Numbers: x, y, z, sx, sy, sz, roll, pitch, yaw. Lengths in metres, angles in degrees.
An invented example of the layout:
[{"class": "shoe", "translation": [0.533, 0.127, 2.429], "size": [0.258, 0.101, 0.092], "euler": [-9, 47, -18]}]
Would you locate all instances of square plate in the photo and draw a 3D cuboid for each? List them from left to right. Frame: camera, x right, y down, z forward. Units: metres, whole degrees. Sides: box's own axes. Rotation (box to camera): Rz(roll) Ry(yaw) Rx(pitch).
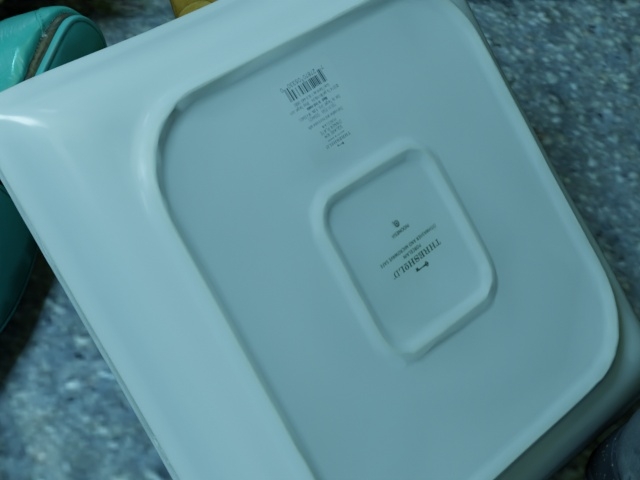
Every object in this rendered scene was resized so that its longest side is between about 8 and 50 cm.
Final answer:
[{"class": "square plate", "translation": [0.033, 0.011, 0.808], "size": [0.347, 0.049, 0.344], "euler": [-33, 98, -39]}]

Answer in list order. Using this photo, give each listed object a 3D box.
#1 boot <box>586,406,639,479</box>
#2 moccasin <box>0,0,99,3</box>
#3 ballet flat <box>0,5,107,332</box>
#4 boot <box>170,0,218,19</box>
[{"class": "boot", "translation": [0.331, 0.067, 0.855], "size": [0.338, 0.223, 0.118], "euler": [-19, 60, -30]}, {"class": "moccasin", "translation": [-0.215, -0.215, 0.960], "size": [0.139, 0.147, 0.380], "euler": [11, 41, 10]}, {"class": "ballet flat", "translation": [-0.201, -0.030, 0.850], "size": [0.087, 0.083, 0.247], "euler": [-1, 57, 31]}, {"class": "boot", "translation": [-0.068, -0.122, 0.965], "size": [0.295, 0.104, 0.211], "euler": [-15, 53, -33]}]
